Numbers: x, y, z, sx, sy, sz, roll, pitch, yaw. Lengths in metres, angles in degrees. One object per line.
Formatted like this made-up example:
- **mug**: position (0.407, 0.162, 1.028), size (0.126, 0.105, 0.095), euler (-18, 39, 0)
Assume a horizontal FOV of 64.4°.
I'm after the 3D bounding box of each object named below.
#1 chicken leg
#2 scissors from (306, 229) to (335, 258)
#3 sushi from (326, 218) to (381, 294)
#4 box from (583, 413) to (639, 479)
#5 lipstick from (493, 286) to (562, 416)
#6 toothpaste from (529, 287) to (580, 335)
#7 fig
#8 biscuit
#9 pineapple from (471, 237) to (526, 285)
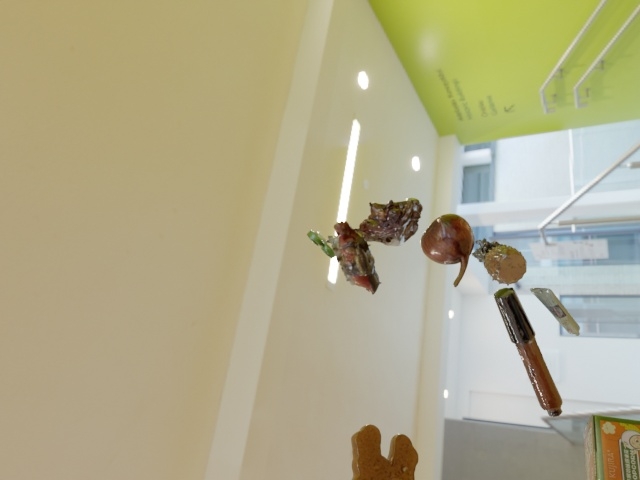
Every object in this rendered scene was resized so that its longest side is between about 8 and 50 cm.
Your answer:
- **chicken leg**: position (0.147, -0.027, 1.228), size (0.407, 0.158, 0.096), euler (153, 110, -74)
- **scissors**: position (0.000, 0.000, 1.472), size (0.101, 0.027, 0.204), euler (45, -176, -8)
- **sushi**: position (0.080, 0.035, 1.247), size (0.097, 0.103, 0.226), euler (-72, -35, -46)
- **box**: position (0.605, 0.478, 1.000), size (0.177, 0.148, 0.195), euler (67, -147, -43)
- **lipstick**: position (0.632, 0.338, 1.534), size (0.077, 0.077, 0.418), euler (-32, -81, -57)
- **toothpaste**: position (0.688, 0.206, 1.465), size (0.233, 0.060, 0.038), euler (43, -119, -23)
- **fig**: position (0.437, 0.020, 1.665), size (0.175, 0.175, 0.207), euler (36, -164, -54)
- **biscuit**: position (0.140, 0.583, 1.167), size (0.044, 0.186, 0.295), euler (121, 166, -51)
- **pineapple**: position (0.683, 0.080, 1.980), size (0.170, 0.141, 0.310), euler (55, -177, -12)
